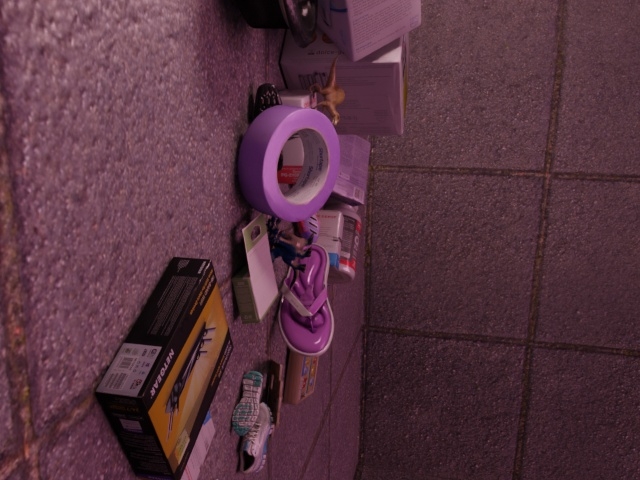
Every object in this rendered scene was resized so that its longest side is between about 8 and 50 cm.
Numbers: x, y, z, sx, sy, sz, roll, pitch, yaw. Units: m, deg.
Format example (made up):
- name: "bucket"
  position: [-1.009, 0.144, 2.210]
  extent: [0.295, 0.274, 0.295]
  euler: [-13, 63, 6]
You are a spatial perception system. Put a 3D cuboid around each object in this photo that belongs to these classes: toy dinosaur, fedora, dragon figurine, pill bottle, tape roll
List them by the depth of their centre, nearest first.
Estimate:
- name: "fedora"
  position: [-0.109, -0.581, 1.318]
  extent: [0.334, 0.152, 0.334]
  euler: [-3, 90, -77]
- name: "tape roll"
  position: [-0.072, -0.188, 1.496]
  extent: [0.274, 0.090, 0.275]
  euler: [-23, 122, -43]
- name: "toy dinosaur"
  position: [0.020, -0.405, 1.668]
  extent: [0.053, 0.092, 0.183]
  euler: [-42, 131, -73]
- name: "dragon figurine"
  position: [-0.103, 0.030, 1.716]
  extent: [0.289, 0.143, 0.085]
  euler: [111, -11, -58]
- name: "pill bottle"
  position: [0.058, -0.014, 2.257]
  extent: [0.176, 0.176, 0.319]
  euler: [67, 29, -65]

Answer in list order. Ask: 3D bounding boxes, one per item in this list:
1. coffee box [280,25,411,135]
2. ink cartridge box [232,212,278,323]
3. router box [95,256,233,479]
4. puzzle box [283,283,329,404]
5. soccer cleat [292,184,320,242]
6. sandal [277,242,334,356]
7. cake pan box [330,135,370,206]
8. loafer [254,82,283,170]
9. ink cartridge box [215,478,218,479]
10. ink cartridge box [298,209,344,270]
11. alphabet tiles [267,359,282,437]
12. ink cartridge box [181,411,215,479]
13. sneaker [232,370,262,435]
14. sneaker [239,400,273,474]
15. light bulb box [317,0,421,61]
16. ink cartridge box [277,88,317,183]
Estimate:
- name: "coffee box"
  position: [0.096, -0.556, 1.870]
  extent: [0.338, 0.337, 0.335]
  euler: [70, 26, -62]
- name: "ink cartridge box"
  position: [-0.166, 0.064, 1.507]
  extent: [0.171, 0.056, 0.235]
  euler: [-57, 138, -68]
- name: "router box"
  position: [-0.252, 0.219, 1.067]
  extent: [0.309, 0.080, 0.243]
  euler: [-73, 162, -48]
- name: "puzzle box"
  position: [-0.044, 0.345, 2.125]
  extent: [0.272, 0.052, 0.409]
  euler: [20, 78, -78]
- name: "soccer cleat"
  position: [-0.055, -0.094, 1.960]
  extent: [0.095, 0.083, 0.248]
  euler: [-39, 134, -51]
- name: "sandal"
  position: [-0.049, 0.159, 1.858]
  extent: [0.102, 0.169, 0.417]
  euler: [85, 2, -49]
- name: "cake pan box"
  position: [0.067, -0.270, 2.161]
  extent: [0.266, 0.070, 0.246]
  euler: [17, 74, -41]
- name: "loafer"
  position: [-0.135, -0.281, 1.529]
  extent: [0.078, 0.076, 0.223]
  euler: [-138, -139, -58]
- name: "ink cartridge box"
  position: [-0.227, 0.650, 1.359]
  extent: [0.115, 0.067, 0.198]
  euler: [-11, 104, -77]
- name: "ink cartridge box"
  position: [0.000, 0.000, 2.072]
  extent: [0.082, 0.139, 0.191]
  euler: [60, 35, -67]
- name: "alphabet tiles"
  position: [-0.129, 0.439, 1.698]
  extent: [0.237, 0.009, 0.199]
  euler: [147, -51, -77]
- name: "ink cartridge box"
  position: [-0.260, 0.397, 1.137]
  extent: [0.180, 0.060, 0.104]
  euler: [-72, 162, -51]
- name: "sneaker"
  position: [-0.177, 0.421, 1.553]
  extent: [0.076, 0.064, 0.167]
  euler: [87, 15, -51]
- name: "sneaker"
  position: [-0.172, 0.515, 1.585]
  extent: [0.083, 0.071, 0.191]
  euler: [14, 81, -71]
- name: "light bulb box"
  position: [0.062, -0.723, 1.535]
  extent: [0.358, 0.225, 0.361]
  euler: [53, -10, 29]
- name: "ink cartridge box"
  position: [-0.072, -0.296, 1.723]
  extent: [0.172, 0.100, 0.237]
  euler: [-60, 151, -65]
